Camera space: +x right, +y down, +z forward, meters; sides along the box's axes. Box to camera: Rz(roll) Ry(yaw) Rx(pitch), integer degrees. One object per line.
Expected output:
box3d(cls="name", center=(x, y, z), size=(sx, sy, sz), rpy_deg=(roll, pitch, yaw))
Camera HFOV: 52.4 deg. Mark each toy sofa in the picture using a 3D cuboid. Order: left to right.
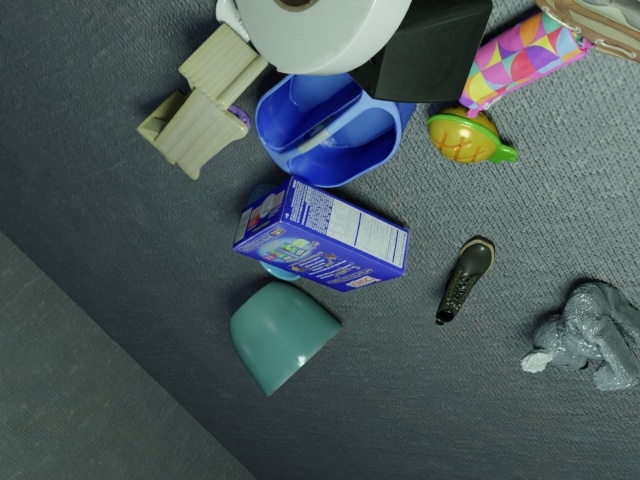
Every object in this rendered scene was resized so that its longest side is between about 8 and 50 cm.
box3d(cls="toy sofa", center=(-0.241, -0.280, 1.386), size=(0.177, 0.150, 0.362), rpy_deg=(43, 152, -14))

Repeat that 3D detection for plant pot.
box3d(cls="plant pot", center=(-0.118, 0.256, 1.843), size=(0.235, 0.293, 0.293), rpy_deg=(48, 144, 7))
box3d(cls="plant pot", center=(0.127, -0.329, 1.032), size=(0.188, 0.166, 0.187), rpy_deg=(55, 153, 30))

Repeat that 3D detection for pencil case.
box3d(cls="pencil case", center=(0.321, -0.292, 1.048), size=(0.104, 0.104, 0.236), rpy_deg=(45, 142, -15))

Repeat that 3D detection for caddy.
box3d(cls="caddy", center=(0.022, -0.238, 1.261), size=(0.241, 0.179, 0.341), rpy_deg=(45, 141, -17))

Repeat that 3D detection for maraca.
box3d(cls="maraca", center=(0.279, -0.186, 1.200), size=(0.185, 0.099, 0.127), rpy_deg=(25, 174, -23))

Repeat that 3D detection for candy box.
box3d(cls="candy box", center=(0.000, 0.000, 1.477), size=(0.317, 0.122, 0.268), rpy_deg=(24, 156, -23))

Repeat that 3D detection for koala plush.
box3d(cls="koala plush", center=(0.540, 0.203, 1.381), size=(0.203, 0.196, 0.221), rpy_deg=(51, 142, -4))

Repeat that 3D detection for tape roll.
box3d(cls="tape roll", center=(-0.005, -0.443, 0.962), size=(0.392, 0.072, 0.392), rpy_deg=(12, 106, 49))

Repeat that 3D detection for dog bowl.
box3d(cls="dog bowl", center=(-0.109, -0.011, 1.695), size=(0.165, 0.074, 0.297), rpy_deg=(10, 138, 27))

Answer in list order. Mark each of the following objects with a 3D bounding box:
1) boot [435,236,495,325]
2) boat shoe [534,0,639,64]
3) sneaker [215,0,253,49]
box3d(cls="boot", center=(0.321, 0.097, 1.448), size=(0.076, 0.137, 0.198), rpy_deg=(25, 142, 11))
box3d(cls="boat shoe", center=(0.438, -0.313, 0.909), size=(0.324, 0.123, 0.116), rpy_deg=(25, 167, -17))
box3d(cls="sneaker", center=(-0.167, -0.429, 1.297), size=(0.061, 0.054, 0.152), rpy_deg=(14, 147, 16))
